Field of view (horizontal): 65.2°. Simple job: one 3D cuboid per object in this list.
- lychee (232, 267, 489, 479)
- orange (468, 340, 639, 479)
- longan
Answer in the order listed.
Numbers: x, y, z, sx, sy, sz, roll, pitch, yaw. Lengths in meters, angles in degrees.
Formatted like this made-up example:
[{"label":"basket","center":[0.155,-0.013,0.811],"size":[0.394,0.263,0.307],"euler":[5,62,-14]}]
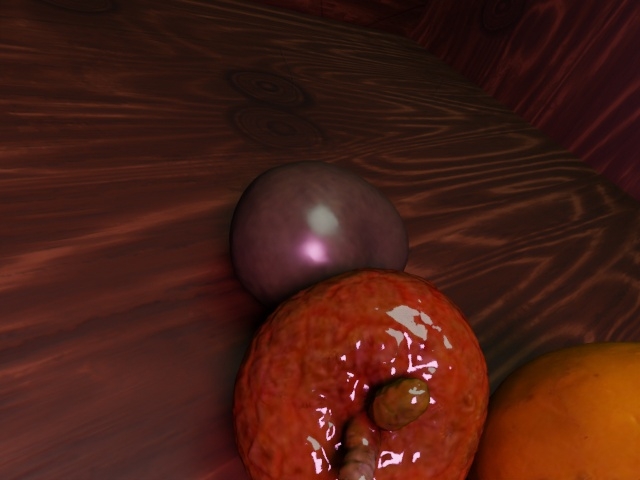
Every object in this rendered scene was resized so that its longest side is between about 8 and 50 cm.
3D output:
[{"label":"lychee","center":[0.037,0.147,0.481],"size":[0.255,0.255,0.300],"euler":[39,0,14]},{"label":"orange","center":[0.306,0.253,0.497],"size":[0.313,0.312,0.312],"euler":[20,35,-14]},{"label":"longan","center":[0.000,0.000,0.671],"size":[0.246,0.214,0.245],"euler":[5,41,-4]}]
